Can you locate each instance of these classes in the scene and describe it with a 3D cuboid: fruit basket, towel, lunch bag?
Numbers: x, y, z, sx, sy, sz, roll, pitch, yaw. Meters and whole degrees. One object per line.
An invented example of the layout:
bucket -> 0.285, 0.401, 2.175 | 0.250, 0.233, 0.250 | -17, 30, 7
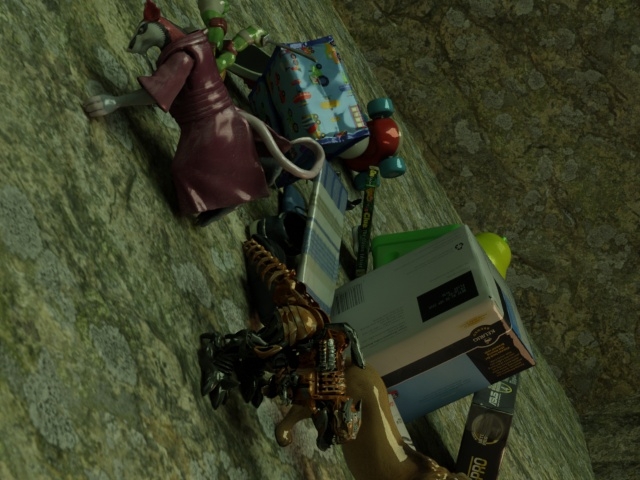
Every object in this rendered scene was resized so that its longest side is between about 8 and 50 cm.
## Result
fruit basket -> 0.307, 0.111, 2.198 | 0.392, 0.283, 0.391 | 30, 56, -58
towel -> -0.061, -0.067, 1.950 | 0.067, 0.029, 0.119 | 53, 20, -30
towel -> 0.000, 0.000, 1.767 | 0.209, 0.034, 0.284 | 51, 45, -66
lunch bag -> -0.054, -0.254, 1.884 | 0.138, 0.293, 0.220 | -15, 81, -30

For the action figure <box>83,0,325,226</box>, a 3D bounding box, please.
action figure -> -0.189, -0.216, 1.454 | 0.248, 0.276, 0.370 | -69, 143, -60

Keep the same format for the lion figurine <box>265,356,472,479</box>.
lion figurine -> 0.079, 0.316, 1.417 | 0.392, 0.240, 0.142 | 62, 17, 2

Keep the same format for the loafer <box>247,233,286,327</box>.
loafer -> -0.097, 0.069, 1.581 | 0.078, 0.076, 0.223 | 45, 19, -30

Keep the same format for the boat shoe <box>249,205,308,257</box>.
boat shoe -> -0.053, -0.020, 1.789 | 0.254, 0.079, 0.095 | 7, 70, -67

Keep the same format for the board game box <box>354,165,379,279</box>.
board game box -> 0.108, -0.032, 2.132 | 0.136, 0.030, 0.259 | -80, 176, -65

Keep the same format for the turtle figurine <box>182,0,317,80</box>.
turtle figurine -> -0.175, -0.340, 1.779 | 0.197, 0.275, 0.266 | 95, -19, -50

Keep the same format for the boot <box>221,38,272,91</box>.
boot -> -0.150, -0.347, 2.048 | 0.244, 0.176, 0.088 | 22, 55, -9

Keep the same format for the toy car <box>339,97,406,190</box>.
toy car -> 0.085, -0.271, 2.498 | 0.238, 0.210, 0.219 | 2, 72, -38

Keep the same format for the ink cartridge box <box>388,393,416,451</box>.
ink cartridge box -> 0.116, 0.390, 1.678 | 0.190, 0.082, 0.140 | 67, 18, 12

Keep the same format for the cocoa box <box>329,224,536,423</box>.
cocoa box -> 0.213, 0.180, 1.818 | 0.228, 0.347, 0.231 | 50, 20, -35

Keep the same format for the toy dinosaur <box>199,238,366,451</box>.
toy dinosaur -> -0.047, 0.156, 1.338 | 0.164, 0.218, 0.321 | 42, 26, -46

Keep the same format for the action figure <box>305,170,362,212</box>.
action figure -> -0.015, -0.191, 2.061 | 0.141, 0.164, 0.275 | -40, 111, -43

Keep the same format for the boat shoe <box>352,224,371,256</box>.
boat shoe -> 0.111, 0.000, 2.313 | 0.049, 0.040, 0.142 | 53, 20, -25

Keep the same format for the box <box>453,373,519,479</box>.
box -> 0.351, 0.437, 1.954 | 0.395, 0.097, 0.318 | -36, 140, -71
